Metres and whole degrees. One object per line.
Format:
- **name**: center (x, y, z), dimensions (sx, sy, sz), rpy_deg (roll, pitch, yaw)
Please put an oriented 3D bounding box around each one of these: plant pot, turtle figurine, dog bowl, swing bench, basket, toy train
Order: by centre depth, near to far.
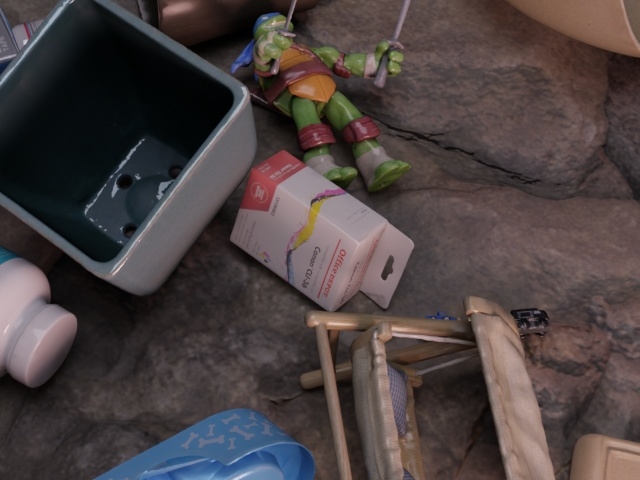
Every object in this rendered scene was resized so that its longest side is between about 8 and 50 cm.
- **dog bowl**: center (-0.149, 0.273, 1.307), dimensions (0.297, 0.166, 0.074), rpy_deg (-26, 51, -18)
- **swing bench**: center (0.121, 0.206, 1.356), dimensions (0.254, 0.165, 0.253), rpy_deg (-5, 57, -7)
- **plant pot**: center (-0.217, -0.082, 1.455), dimensions (0.247, 0.252, 0.248), rpy_deg (34, 80, 18)
- **toy train**: center (0.189, 0.096, 1.511), dimensions (0.158, 0.027, 0.036), rpy_deg (-3, 54, -6)
- **turtle figurine**: center (0.021, -0.202, 1.574), dimensions (0.274, 0.198, 0.266), rpy_deg (-28, 74, 17)
- **basket**: center (-0.124, -0.358, 1.712), dimensions (0.227, 0.154, 0.204), rpy_deg (-11, 92, -16)

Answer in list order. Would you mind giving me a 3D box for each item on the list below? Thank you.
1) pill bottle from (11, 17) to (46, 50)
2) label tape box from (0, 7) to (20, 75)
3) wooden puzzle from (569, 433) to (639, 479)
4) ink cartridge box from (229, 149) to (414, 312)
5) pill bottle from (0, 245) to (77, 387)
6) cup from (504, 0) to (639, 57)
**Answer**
- **pill bottle**: center (-0.343, -0.242, 1.662), dimensions (0.160, 0.087, 0.087), rpy_deg (-17, 60, -13)
- **label tape box**: center (-0.502, -0.114, 1.474), dimensions (0.347, 0.249, 0.115), rpy_deg (-20, 61, -15)
- **wooden puzzle**: center (0.375, 0.328, 1.369), dimensions (0.238, 0.044, 0.221), rpy_deg (10, 58, 8)
- **ink cartridge box**: center (0.000, 0.000, 1.502), dimensions (0.198, 0.115, 0.067), rpy_deg (34, 41, 18)
- **pill bottle**: center (-0.402, 0.061, 1.429), dimensions (0.264, 0.146, 0.146), rpy_deg (27, 60, 14)
- **cup**: center (0.343, -0.409, 1.705), dimensions (0.237, 0.331, 0.331), rpy_deg (9, 53, 34)
